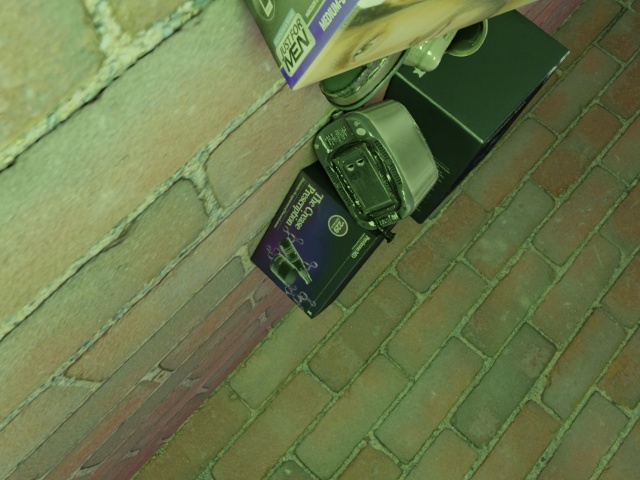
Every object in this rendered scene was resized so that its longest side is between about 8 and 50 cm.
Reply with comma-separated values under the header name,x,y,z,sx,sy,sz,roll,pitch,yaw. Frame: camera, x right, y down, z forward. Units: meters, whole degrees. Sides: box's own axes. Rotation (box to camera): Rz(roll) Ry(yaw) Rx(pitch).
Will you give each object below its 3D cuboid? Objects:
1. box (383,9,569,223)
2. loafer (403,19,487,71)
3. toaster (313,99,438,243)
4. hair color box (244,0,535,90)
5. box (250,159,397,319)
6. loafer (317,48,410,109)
name,x,y,z,sx,sy,sz,roll,pitch,yaw
box,0.280,-0.263,1.135,0.293,0.212,0.395,-45,170,-18
loafer,0.199,-0.325,0.792,0.319,0.111,0.112,-41,169,-39
toaster,0.104,-0.124,0.873,0.129,0.226,0.146,-22,-167,45
hair color box,0.122,-0.246,0.401,0.339,0.110,0.185,-26,180,-25
box,0.000,0.000,1.013,0.103,0.184,0.261,-39,167,-49
loafer,0.069,-0.270,0.553,0.267,0.096,0.084,-57,151,10
